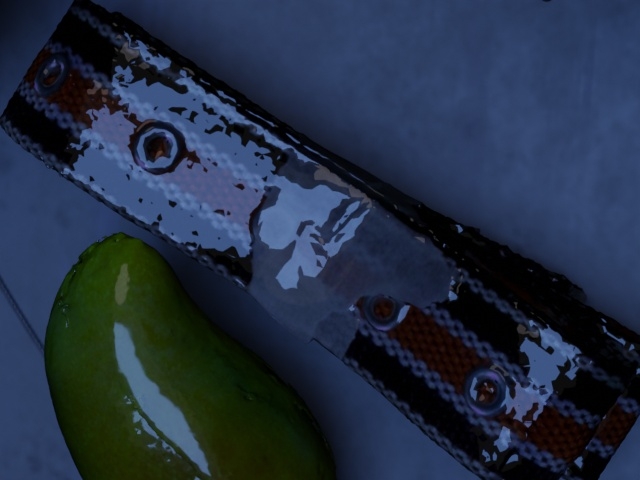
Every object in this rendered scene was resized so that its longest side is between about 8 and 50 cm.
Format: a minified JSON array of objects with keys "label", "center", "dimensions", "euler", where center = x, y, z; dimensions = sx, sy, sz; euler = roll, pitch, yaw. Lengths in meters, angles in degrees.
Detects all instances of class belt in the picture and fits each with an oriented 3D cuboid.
[{"label":"belt","center":[0.000,0.000,0.864],"dimensions":[0.359,0.126,0.094],"euler":[32,102,9]}]

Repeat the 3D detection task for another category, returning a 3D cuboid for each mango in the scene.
[{"label":"mango","center":[-0.062,0.103,0.882],"dimensions":[0.125,0.111,0.233],"euler":[-15,111,18]}]
